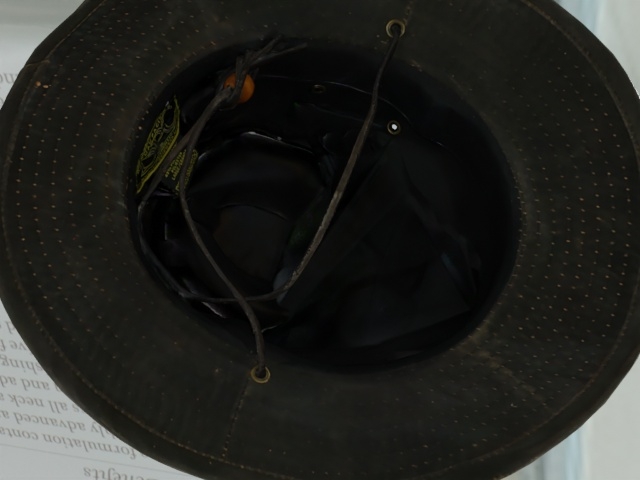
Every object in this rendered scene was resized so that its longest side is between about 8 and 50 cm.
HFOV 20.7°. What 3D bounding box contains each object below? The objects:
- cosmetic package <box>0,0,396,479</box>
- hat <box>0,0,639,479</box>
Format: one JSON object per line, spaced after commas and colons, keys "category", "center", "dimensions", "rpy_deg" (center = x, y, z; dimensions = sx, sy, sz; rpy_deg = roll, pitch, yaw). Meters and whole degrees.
{"category": "cosmetic package", "center": [-0.133, -0.059, 1.206], "dimensions": [0.329, 0.327, 0.393], "rpy_deg": [6, -53, 24]}
{"category": "hat", "center": [0.000, 0.000, 0.893], "dimensions": [0.134, 0.331, 0.331], "rpy_deg": [102, -24, -67]}
